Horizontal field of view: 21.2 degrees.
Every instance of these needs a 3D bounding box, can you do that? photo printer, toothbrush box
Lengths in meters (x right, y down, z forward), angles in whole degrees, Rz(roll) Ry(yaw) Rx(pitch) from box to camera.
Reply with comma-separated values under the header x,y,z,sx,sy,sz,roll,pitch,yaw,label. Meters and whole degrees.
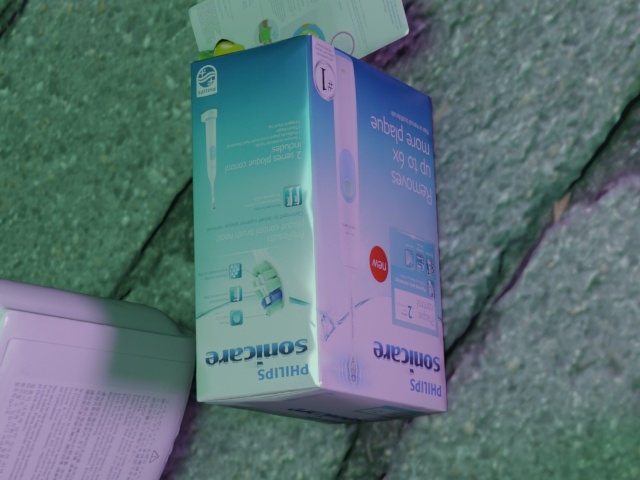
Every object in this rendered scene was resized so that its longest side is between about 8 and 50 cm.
x,y,z,sx,sy,sz,roll,pitch,yaw,label
-0.245,0.167,1.529,0.107,0.307,0.256,25,96,34,photo printer
0.000,0.000,1.467,0.126,0.216,0.296,-9,74,31,toothbrush box

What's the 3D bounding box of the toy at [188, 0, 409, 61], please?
x,y,z,sx,sy,sz,roll,pitch,yaw,label
-0.014,-0.204,1.615,0.237,0.056,0.137,-24,72,31,toy
